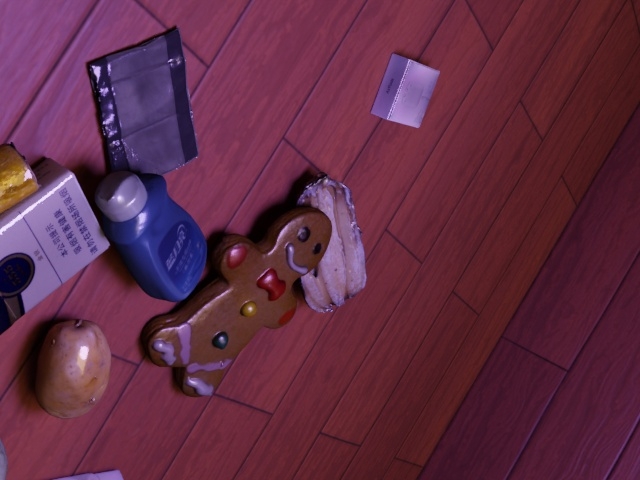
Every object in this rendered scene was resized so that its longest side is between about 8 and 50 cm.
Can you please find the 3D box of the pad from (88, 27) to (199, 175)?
[{"bbox_3d":[-0.265,-0.196,1.361,0.174,0.022,0.233,-33,136,-35],"label":"pad"}]

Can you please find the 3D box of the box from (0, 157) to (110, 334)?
[{"bbox_3d":[-0.439,0.023,1.245,0.259,0.071,0.168,-45,143,-25],"label":"box"}]

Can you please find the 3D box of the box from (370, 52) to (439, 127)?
[{"bbox_3d":[0.180,-0.311,1.838,0.129,0.051,0.130,3,110,-53],"label":"box"}]

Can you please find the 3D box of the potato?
[{"bbox_3d":[-0.395,0.208,1.406,0.118,0.109,0.178,-47,156,-59],"label":"potato"}]

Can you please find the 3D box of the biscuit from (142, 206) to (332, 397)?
[{"bbox_3d":[-0.132,0.106,1.657,0.432,0.064,0.283,-43,141,-9],"label":"biscuit"}]

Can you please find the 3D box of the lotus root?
[{"bbox_3d":[0.000,-0.001,1.803,0.167,0.078,0.329,-26,130,-23],"label":"lotus root"}]

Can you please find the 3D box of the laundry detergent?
[{"bbox_3d":[-0.266,-0.019,1.378,0.290,0.094,0.143,69,39,-60],"label":"laundry detergent"}]

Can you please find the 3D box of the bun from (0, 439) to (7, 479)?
[{"bbox_3d":[-0.540,0.344,1.260,0.221,0.108,0.221,18,69,-59],"label":"bun"}]

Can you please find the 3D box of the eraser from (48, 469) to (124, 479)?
[{"bbox_3d":[-0.510,0.527,1.508,0.397,0.082,0.213,8,108,-55],"label":"eraser"}]

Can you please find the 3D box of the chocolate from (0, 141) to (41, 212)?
[{"bbox_3d":[-0.477,-0.039,1.145,0.219,0.085,0.085,-40,141,-21],"label":"chocolate"}]
